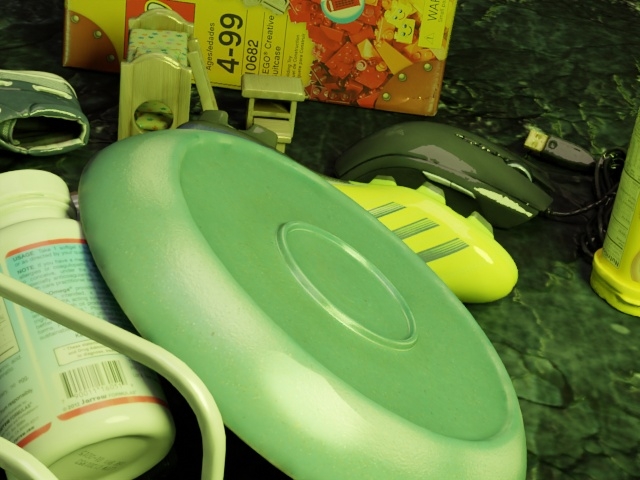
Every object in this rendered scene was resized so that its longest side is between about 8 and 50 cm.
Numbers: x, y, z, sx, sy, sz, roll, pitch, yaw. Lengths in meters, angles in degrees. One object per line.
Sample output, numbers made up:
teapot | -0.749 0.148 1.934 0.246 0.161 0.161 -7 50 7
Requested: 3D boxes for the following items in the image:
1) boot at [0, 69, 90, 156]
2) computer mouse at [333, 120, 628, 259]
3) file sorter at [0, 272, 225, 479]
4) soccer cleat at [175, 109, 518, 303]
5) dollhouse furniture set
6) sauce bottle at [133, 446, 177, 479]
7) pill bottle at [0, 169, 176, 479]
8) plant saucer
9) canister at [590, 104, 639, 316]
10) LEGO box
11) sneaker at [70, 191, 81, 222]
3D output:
boot | -0.287 -0.106 1.046 0.190 0.069 0.086 -5 26 -22
computer mouse | 0.153 -0.073 1.102 0.262 0.060 0.184 16 32 13
file sorter | -0.181 0.139 0.387 0.192 0.173 0.277 21 33 23
soccer cleat | 0.000 0.000 0.941 0.289 0.093 0.121 21 63 14
dollhouse furniture set | -0.087 -0.112 1.071 0.161 0.101 0.182 3 30 -7
sauce bottle | -0.125 0.144 0.681 0.042 0.042 0.128 21 33 22
pill bottle | -0.139 0.046 0.659 0.087 0.087 0.160 -10 61 -28
plant saucer | 0.006 0.036 0.737 0.317 0.044 0.317 35 19 -14
canister | 0.279 -0.036 0.957 0.126 0.170 0.073 -8 33 -25
LEGO box | -0.034 -0.401 1.186 0.372 0.500 0.193 7 29 0
sneaker | -0.182 0.056 0.762 0.282 0.099 0.153 -12 33 -24
